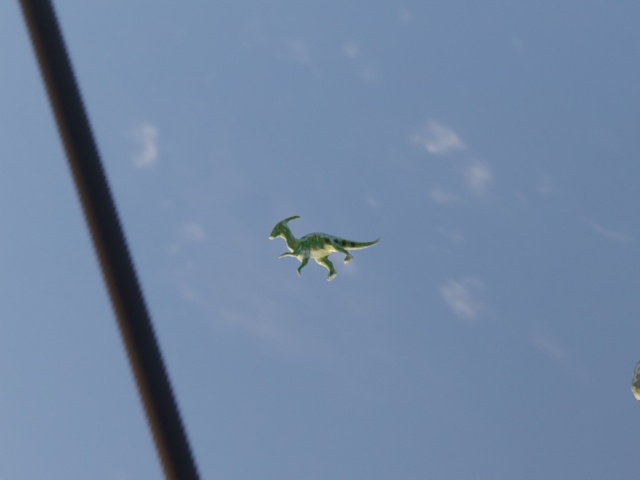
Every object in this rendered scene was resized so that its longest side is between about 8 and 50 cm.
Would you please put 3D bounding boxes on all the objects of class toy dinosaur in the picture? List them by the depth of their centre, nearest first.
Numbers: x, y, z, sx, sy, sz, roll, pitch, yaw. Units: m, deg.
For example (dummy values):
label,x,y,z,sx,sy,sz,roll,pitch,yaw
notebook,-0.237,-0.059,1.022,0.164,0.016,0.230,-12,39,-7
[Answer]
label,x,y,z,sx,sy,sz,roll,pitch,yaw
toy dinosaur,0.000,0.000,1.109,0.062,0.083,0.021,48,-33,18

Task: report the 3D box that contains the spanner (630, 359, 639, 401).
label,x,y,z,sx,sy,sz,roll,pitch,yaw
spanner,0.274,0.129,0.895,0.071,0.017,0.302,-53,-163,10
